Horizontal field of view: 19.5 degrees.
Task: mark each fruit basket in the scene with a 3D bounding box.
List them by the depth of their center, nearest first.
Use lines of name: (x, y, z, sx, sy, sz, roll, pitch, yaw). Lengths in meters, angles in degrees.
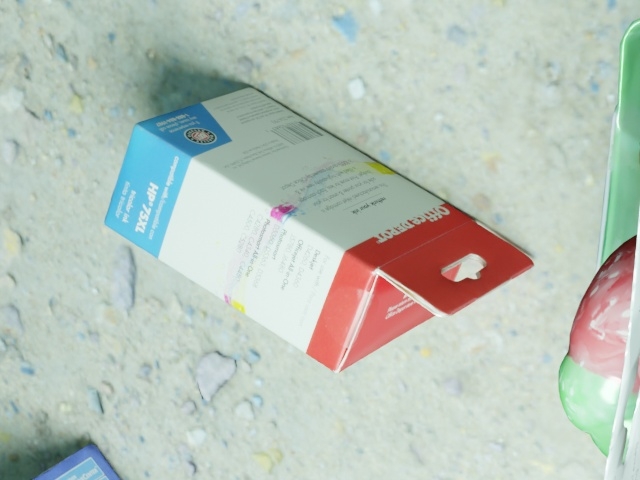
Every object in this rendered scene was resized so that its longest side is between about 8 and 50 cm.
fruit basket: (0.182, 0.018, 0.913, 0.165, 0.353, 0.327, 13, 112, 27)

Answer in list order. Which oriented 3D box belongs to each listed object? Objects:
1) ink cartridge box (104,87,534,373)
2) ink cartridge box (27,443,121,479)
ink cartridge box: (0.000, 0.000, 1.153, 0.231, 0.134, 0.078, 32, 118, 21)
ink cartridge box: (-0.272, 0.308, 1.336, 0.151, 0.270, 0.395, 52, 124, 6)
